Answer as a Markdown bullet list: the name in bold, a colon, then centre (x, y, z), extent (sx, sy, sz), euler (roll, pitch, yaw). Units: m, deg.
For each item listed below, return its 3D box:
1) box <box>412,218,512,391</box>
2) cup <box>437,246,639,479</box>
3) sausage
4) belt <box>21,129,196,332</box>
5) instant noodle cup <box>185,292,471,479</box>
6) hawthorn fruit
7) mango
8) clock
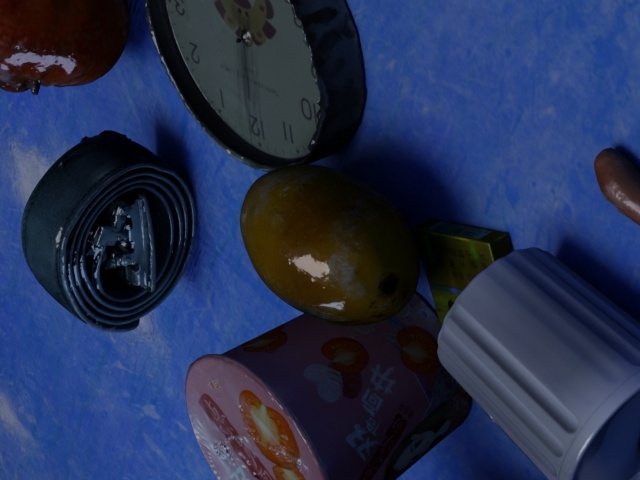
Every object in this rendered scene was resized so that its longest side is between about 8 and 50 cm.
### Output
- **box**: centre (0.164, 0.075, 1.945), extent (0.121, 0.030, 0.193), euler (13, 125, 53)
- **cup**: centre (0.221, 0.139, 1.780), extent (0.202, 0.167, 0.221), euler (44, 145, 31)
- **sausage**: centre (0.303, -0.015, 1.642), extent (0.186, 0.043, 0.043), euler (41, 145, 31)
- **belt**: centre (-0.250, 0.000, 2.336), extent (0.116, 0.206, 0.267), euler (36, 152, 36)
- **instant noodle cup**: centre (0.018, 0.177, 2.054), extent (0.243, 0.231, 0.243), euler (38, 145, 34)
- **hawthorn fruit**: centre (-0.342, -0.304, 2.217), extent (0.242, 0.242, 0.272), euler (-4, 91, 58)
- **mango**: centre (0.000, 0.000, 1.977), extent (0.192, 0.146, 0.316), euler (34, 178, -19)
- **clock**: centre (-0.077, -0.218, 2.025), extent (0.312, 0.061, 0.313), euler (36, 142, 35)
